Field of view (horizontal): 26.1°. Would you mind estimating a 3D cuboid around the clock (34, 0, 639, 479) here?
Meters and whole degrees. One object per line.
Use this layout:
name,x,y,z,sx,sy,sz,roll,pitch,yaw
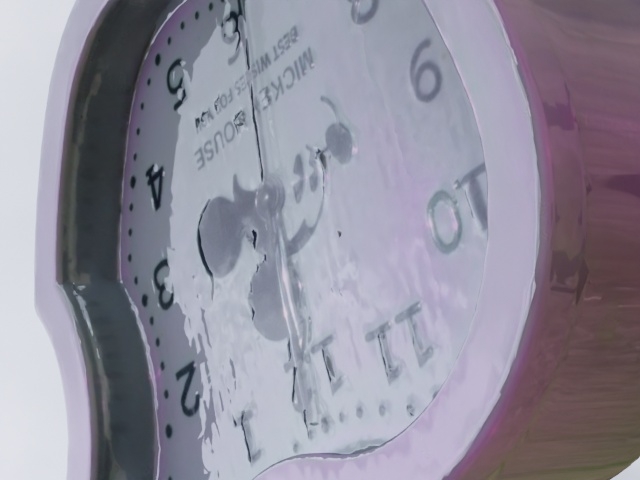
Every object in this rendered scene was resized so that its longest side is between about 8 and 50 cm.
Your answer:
clock,0.000,0.000,0.560,0.102,0.338,0.338,4,-72,-37
